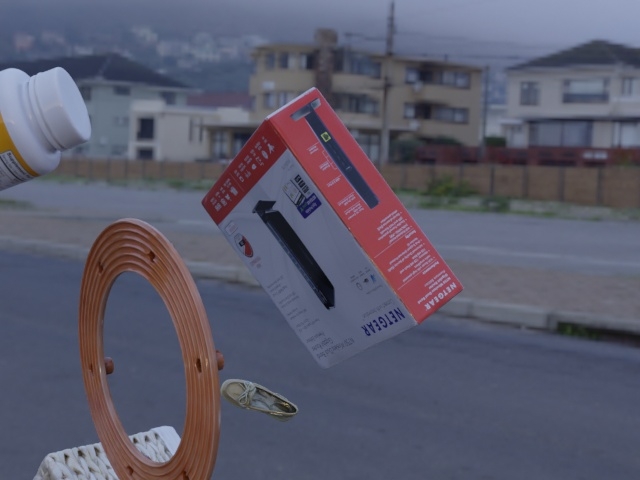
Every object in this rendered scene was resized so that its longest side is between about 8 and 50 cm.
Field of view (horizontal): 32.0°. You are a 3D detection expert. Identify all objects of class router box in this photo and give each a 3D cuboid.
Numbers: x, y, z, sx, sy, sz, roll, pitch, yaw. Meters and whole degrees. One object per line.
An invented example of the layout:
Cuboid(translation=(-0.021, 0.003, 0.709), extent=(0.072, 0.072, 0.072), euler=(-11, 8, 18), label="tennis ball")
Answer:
Cuboid(translation=(0.000, 0.000, 1.446), extent=(0.082, 0.301, 0.335), euler=(-36, -2, -25), label="router box")

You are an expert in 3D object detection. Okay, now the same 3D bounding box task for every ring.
Cuboid(translation=(-0.193, 0.141, 1.258), extent=(0.032, 0.337, 0.336), euler=(-9, 9, -34), label="ring")

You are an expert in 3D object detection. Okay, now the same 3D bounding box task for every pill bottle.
Cuboid(translation=(-0.357, -0.108, 1.177), extent=(0.215, 0.117, 0.117), euler=(-20, 1, 6), label="pill bottle")

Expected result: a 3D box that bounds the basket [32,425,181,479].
Cuboid(translation=(-0.338, 0.546, 1.882), extent=(0.266, 0.331, 0.328), euler=(-2, 44, -45), label="basket")

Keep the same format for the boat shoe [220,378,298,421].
Cuboid(translation=(-0.117, 0.304, 2.138), extent=(0.153, 0.056, 0.048), euler=(27, -24, -9), label="boat shoe")
